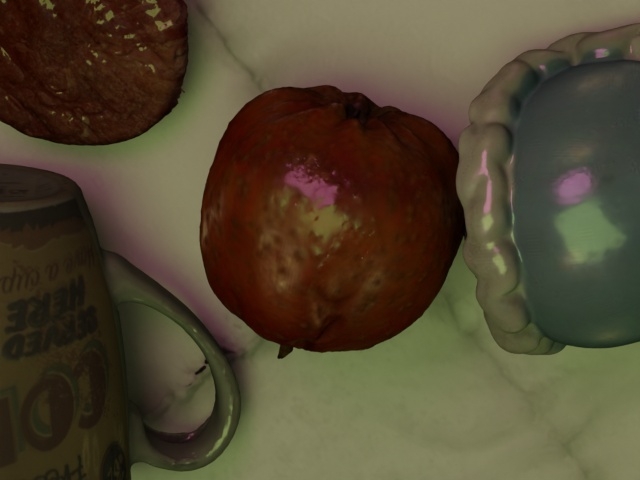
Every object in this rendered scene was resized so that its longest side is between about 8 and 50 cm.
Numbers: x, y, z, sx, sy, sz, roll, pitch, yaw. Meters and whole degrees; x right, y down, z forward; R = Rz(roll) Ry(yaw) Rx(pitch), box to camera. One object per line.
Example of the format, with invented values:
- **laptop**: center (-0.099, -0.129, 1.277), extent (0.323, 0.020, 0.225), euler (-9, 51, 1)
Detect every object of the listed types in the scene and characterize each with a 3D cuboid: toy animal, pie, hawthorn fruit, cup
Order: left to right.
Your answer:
- **cup**: center (-0.201, 0.083, 1.122), extent (0.301, 0.227, 0.257), euler (2, 107, -15)
- **pie**: center (-0.176, -0.141, 1.083), extent (0.182, 0.049, 0.182), euler (8, 129, 10)
- **hawthorn fruit**: center (0.000, 0.000, 1.037), extent (0.179, 0.179, 0.200), euler (25, 112, 7)
- **toy animal**: center (0.191, -0.018, 0.987), extent (0.204, 0.156, 0.208), euler (-4, 111, 21)
